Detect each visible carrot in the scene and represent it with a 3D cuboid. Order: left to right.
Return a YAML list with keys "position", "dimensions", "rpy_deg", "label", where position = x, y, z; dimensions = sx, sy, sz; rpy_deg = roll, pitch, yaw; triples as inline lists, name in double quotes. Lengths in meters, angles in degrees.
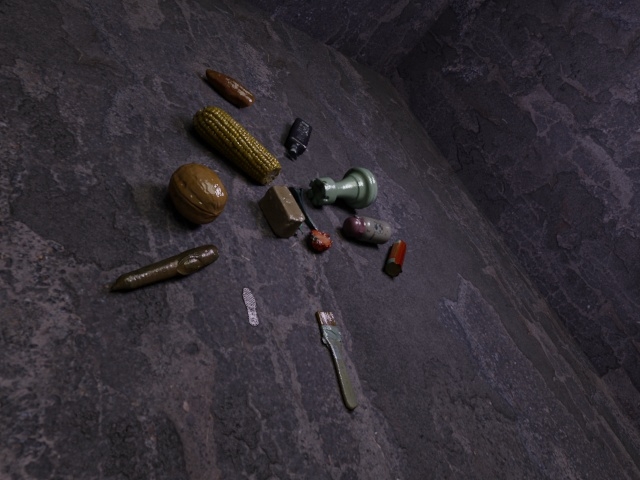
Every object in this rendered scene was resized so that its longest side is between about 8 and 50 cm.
- position: [-0.406, 0.075, 1.236]
  dimensions: [0.070, 0.070, 0.342]
  rpy_deg: [51, 35, 11]
  label: "carrot"

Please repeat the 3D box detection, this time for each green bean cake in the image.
- position: [-0.144, -0.109, 1.683]
  dimensions: [0.085, 0.109, 0.179]
  rpy_deg: [1, 53, -47]
  label: "green bean cake"

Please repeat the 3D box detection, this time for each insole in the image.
- position: [-0.210, 0.197, 1.364]
  dimensions: [0.045, 0.002, 0.135]
  rpy_deg: [14, 43, -37]
  label: "insole"

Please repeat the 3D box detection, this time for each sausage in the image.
- position: [0.347, 0.065, 2.051]
  dimensions: [0.083, 0.083, 0.264]
  rpy_deg: [41, 32, -5]
  label: "sausage"

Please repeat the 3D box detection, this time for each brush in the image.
- position: [0.056, 0.370, 1.441]
  dimensions: [0.085, 0.020, 0.336]
  rpy_deg: [15, 43, -38]
  label: "brush"

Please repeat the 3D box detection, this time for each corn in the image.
- position: [-0.322, -0.370, 1.758]
  dimensions: [0.387, 0.144, 0.144]
  rpy_deg: [39, 33, -5]
  label: "corn"

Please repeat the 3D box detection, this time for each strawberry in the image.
- position: [-0.002, 0.003, 1.774]
  dimensions: [0.104, 0.048, 0.152]
  rpy_deg: [50, 19, 21]
  label: "strawberry"

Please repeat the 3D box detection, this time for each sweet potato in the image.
- position: [-0.416, -0.692, 2.075]
  dimensions: [0.252, 0.097, 0.097]
  rpy_deg: [32, 34, -10]
  label: "sweet potato"

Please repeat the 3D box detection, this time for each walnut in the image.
- position: [-0.383, -0.149, 1.417]
  dimensions: [0.197, 0.165, 0.165]
  rpy_deg: [53, 34, 8]
  label: "walnut"

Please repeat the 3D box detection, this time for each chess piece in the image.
- position: [0.092, -0.225, 2.024]
  dimensions: [0.299, 0.194, 0.194]
  rpy_deg: [-11, 61, -42]
  label: "chess piece"

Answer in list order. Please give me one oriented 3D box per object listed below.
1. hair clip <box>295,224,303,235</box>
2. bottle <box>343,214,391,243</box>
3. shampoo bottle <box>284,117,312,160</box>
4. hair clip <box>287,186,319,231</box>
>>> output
- position: [-0.106, -0.089, 1.772]
  dimensions: [0.049, 0.049, 0.173]
  rpy_deg: [4, 48, -45]
  label: "hair clip"
- position: [0.198, -0.050, 1.990]
  dimensions: [0.233, 0.110, 0.110]
  rpy_deg: [11, 45, -41]
  label: "bottle"
- position: [-0.108, -0.487, 2.184]
  dimensions: [0.098, 0.071, 0.309]
  rpy_deg: [34, 34, -17]
  label: "shampoo bottle"
- position: [-0.068, -0.123, 1.860]
  dimensions: [0.070, 0.039, 0.229]
  rpy_deg: [3, 55, -45]
  label: "hair clip"
